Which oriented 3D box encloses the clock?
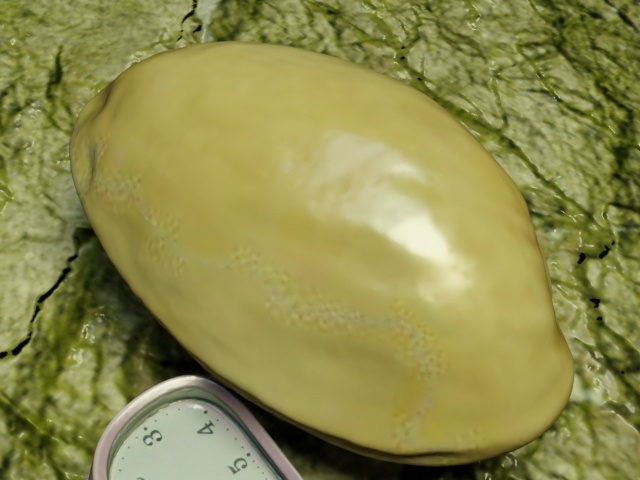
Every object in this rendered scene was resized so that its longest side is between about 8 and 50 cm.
[{"bbox_3d":[-0.057,0.141,0.482,0.110,0.050,0.152,-29,60,-25],"label":"clock"}]

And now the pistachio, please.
[{"bbox_3d":[0.000,0.000,0.528,0.293,0.162,0.181,33,69,19],"label":"pistachio"}]
